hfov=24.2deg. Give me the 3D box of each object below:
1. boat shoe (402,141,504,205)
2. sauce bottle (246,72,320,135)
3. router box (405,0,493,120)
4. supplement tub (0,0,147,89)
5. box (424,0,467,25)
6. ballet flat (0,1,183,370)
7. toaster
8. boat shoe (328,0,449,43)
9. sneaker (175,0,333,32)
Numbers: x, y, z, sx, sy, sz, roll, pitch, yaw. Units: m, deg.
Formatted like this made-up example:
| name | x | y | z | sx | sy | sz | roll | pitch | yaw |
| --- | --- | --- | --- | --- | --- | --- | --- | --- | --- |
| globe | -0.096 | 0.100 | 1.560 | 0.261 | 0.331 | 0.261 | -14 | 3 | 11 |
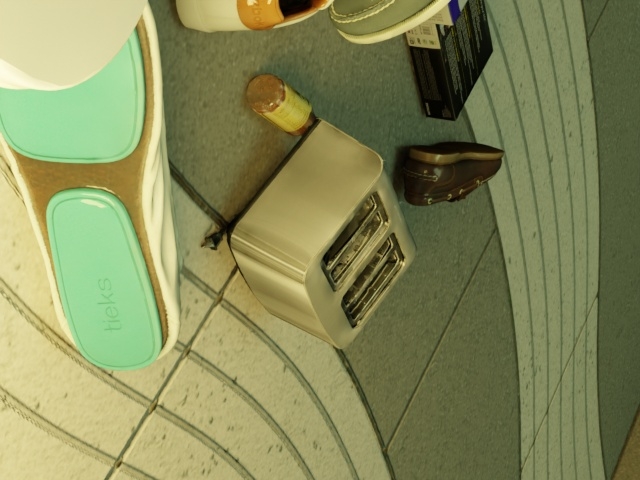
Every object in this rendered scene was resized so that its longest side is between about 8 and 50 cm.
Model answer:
| name | x | y | z | sx | sy | sz | roll | pitch | yaw |
| --- | --- | --- | --- | --- | --- | --- | --- | --- | --- |
| boat shoe | 0.161 | -0.083 | 1.846 | 0.207 | 0.073 | 0.073 | -10 | 111 | -54 |
| sauce bottle | -0.031 | -0.128 | 1.480 | 0.128 | 0.042 | 0.042 | 32 | 72 | -65 |
| router box | 0.153 | -0.252 | 1.786 | 0.133 | 0.046 | 0.179 | -60 | 148 | -34 |
| supplement tub | -0.241 | -0.179 | 0.783 | 0.191 | 0.272 | 0.191 | -34 | 130 | -54 |
| box | 0.104 | -0.301 | 1.580 | 0.137 | 0.126 | 0.072 | -60 | 147 | -32 |
| ballet flat | -0.171 | -0.080 | 1.152 | 0.139 | 0.139 | 0.400 | -50 | 146 | -44 |
| toaster | 0.000 | 0.000 | 1.479 | 0.185 | 0.110 | 0.168 | -52 | 148 | -18 |
| boat shoe | 0.107 | -0.299 | 1.359 | 0.099 | 0.319 | 0.116 | 20 | 46 | -42 |
| sneaker | -0.009 | -0.257 | 1.381 | 0.290 | 0.123 | 0.105 | -48 | 139 | -48 |
